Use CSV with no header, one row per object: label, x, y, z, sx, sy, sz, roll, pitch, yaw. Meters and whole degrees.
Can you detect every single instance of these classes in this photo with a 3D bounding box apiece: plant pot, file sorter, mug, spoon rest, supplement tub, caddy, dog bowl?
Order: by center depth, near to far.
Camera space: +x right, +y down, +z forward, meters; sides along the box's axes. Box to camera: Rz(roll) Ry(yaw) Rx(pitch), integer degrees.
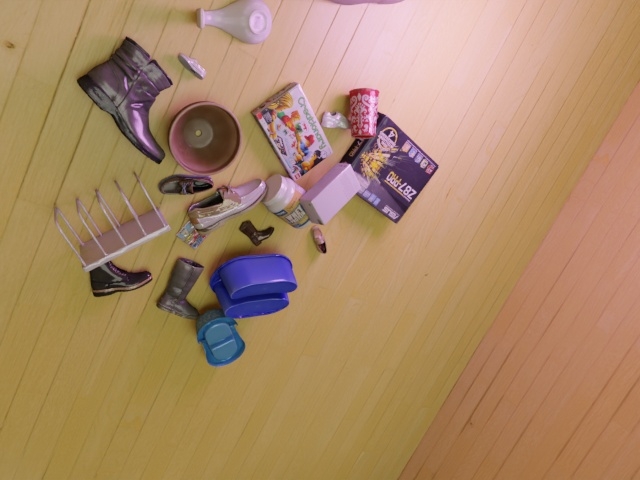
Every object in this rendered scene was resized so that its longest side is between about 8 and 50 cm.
spoon rest,-0.267,-0.686,1.469,0.276,0.084,0.137,-17,124,-39
file sorter,-0.648,-0.069,1.472,0.277,0.193,0.173,-29,123,-16
plant pot,-0.386,-0.339,1.542,0.237,0.109,0.238,-15,121,-26
supplement tub,-0.119,-0.147,1.784,0.199,0.144,0.144,34,94,-39
mug,0.176,-0.474,1.787,0.150,0.113,0.170,-1,93,-44
caddy,-0.256,0.164,1.846,0.341,0.179,0.241,-3,139,-31
dog bowl,-0.405,0.386,1.897,0.165,0.074,0.297,-24,137,-16

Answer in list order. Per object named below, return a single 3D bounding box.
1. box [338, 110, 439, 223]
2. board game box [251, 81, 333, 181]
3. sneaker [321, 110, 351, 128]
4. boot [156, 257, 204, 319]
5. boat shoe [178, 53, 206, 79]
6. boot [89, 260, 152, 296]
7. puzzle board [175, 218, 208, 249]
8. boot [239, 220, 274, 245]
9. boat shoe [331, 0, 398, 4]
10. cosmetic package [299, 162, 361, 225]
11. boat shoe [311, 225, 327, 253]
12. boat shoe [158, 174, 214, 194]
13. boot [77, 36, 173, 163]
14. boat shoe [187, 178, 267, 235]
box,0.278,-0.295,1.983,0.394,0.097,0.318,32,98,-38
board game box,-0.096,-0.392,1.729,0.193,0.053,0.305,-39,128,-9
sneaker,0.075,-0.458,1.801,0.152,0.053,0.061,-3,113,-30
boot,-0.496,0.183,1.779,0.189,0.076,0.209,28,91,-40
boat shoe,-0.399,-0.550,1.478,0.100,0.035,0.035,39,64,-35
boot,-0.687,0.105,1.614,0.197,0.077,0.137,-17,117,-25
puzzle board,-0.449,-0.038,1.723,0.128,0.011,0.096,-48,129,-2
boot,-0.247,-0.046,1.831,0.106,0.037,0.114,-44,124,-7
boat shoe,0.152,-0.867,1.612,0.335,0.112,0.096,-15,104,-31
cosmetic package,0.038,-0.175,1.763,0.231,0.085,0.117,-44,123,-24
boat shoe,0.000,0.000,1.996,0.050,0.045,0.135,-32,127,-14
boat shoe,-0.453,-0.189,1.606,0.183,0.066,0.066,-15,121,-25
boot,-0.525,-0.411,1.423,0.222,0.118,0.338,-44,133,-11
boat shoe,-0.326,-0.141,1.680,0.302,0.113,0.103,-37,126,-15
